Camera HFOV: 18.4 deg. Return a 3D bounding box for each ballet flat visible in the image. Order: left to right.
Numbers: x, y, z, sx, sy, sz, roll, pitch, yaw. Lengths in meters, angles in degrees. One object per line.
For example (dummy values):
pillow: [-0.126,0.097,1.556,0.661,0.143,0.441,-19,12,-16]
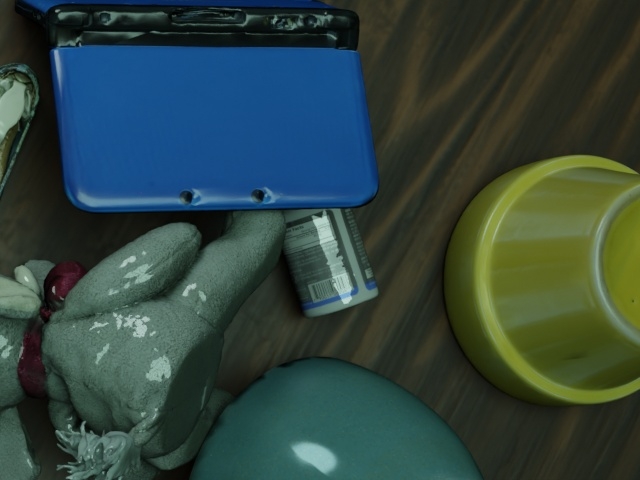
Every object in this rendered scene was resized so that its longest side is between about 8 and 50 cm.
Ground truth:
ballet flat: [-0.309,-0.081,1.809,0.070,0.070,0.188,22,78,-17]

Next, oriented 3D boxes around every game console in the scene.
game console: [-0.118,-0.135,1.814,0.293,0.250,0.173,-1,103,-21]

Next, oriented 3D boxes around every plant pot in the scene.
plant pot: [0.047,0.262,1.785,0.290,0.195,0.290,-7,101,-41]
plant pot: [0.282,0.035,1.928,0.254,0.239,0.254,2,84,-21]

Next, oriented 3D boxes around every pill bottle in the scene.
pill bottle: [0.000,0.000,1.910,0.078,0.078,0.137,-18,91,-21]

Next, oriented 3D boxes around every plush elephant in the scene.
plush elephant: [-0.222,0.093,1.743,0.255,0.271,0.330,22,30,17]
